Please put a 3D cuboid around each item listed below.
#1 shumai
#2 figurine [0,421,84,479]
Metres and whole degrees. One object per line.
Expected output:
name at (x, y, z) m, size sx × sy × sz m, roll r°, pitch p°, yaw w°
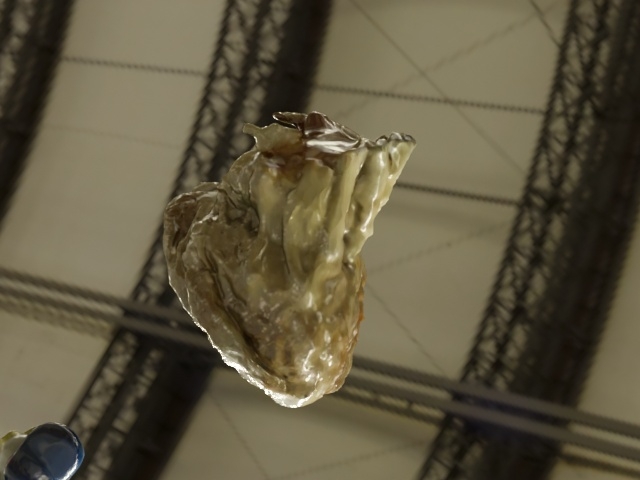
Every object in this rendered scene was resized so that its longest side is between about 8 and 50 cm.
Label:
shumai at (0.000, 0.000, 1.758) m, size 0.262 × 0.267 × 0.314 m, roll -44°, pitch -142°, yaw 26°
figurine at (-0.353, 0.294, 1.678) m, size 0.338 × 0.283 × 0.204 m, roll -33°, pitch -133°, yaw 24°
